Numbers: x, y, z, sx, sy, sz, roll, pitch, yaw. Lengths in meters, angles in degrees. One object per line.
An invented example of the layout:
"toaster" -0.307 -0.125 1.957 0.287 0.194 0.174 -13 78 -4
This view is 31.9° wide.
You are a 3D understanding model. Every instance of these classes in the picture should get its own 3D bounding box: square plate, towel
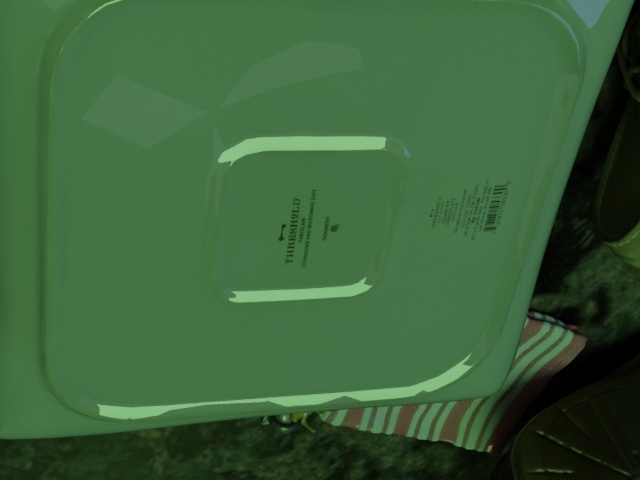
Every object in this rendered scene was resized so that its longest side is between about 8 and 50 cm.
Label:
"square plate" -0.012 -0.022 0.586 0.343 0.049 0.347 -2 128 -17
"towel" 0.111 0.110 0.915 0.197 0.029 0.144 16 118 -34

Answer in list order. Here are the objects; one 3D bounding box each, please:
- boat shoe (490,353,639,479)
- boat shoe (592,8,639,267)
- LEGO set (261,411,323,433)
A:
"boat shoe" 0.303 0.157 1.002 0.342 0.123 0.123 -22 165 -22
"boat shoe" 0.241 -0.123 0.736 0.098 0.109 0.302 9 117 -24
"LEGO set" 0.000 0.000 0.752 0.132 0.107 0.287 -20 140 -59
